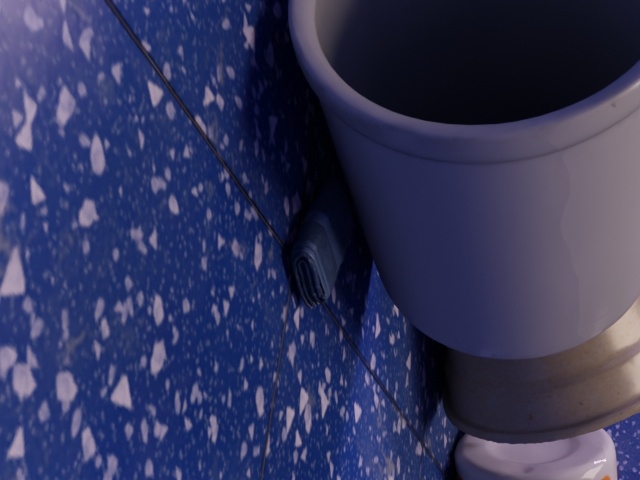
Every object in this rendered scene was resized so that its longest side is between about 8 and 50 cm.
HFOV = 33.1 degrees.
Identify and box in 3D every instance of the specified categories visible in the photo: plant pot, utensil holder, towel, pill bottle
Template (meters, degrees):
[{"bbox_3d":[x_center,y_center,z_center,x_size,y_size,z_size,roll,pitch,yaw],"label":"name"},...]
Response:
[{"bbox_3d":[0.269,0.040,1.383,0.305,0.334,0.334,69,24,-17],"label":"plant pot"},{"bbox_3d":[0.170,-0.108,1.015,0.385,0.327,0.327,70,25,-56],"label":"utensil holder"},{"bbox_3d":[0.000,0.000,0.977,0.119,0.029,0.067,-67,148,-49],"label":"towel"},{"bbox_3d":[0.318,0.466,1.544,0.224,0.224,0.392,-41,126,-66],"label":"pill bottle"}]
